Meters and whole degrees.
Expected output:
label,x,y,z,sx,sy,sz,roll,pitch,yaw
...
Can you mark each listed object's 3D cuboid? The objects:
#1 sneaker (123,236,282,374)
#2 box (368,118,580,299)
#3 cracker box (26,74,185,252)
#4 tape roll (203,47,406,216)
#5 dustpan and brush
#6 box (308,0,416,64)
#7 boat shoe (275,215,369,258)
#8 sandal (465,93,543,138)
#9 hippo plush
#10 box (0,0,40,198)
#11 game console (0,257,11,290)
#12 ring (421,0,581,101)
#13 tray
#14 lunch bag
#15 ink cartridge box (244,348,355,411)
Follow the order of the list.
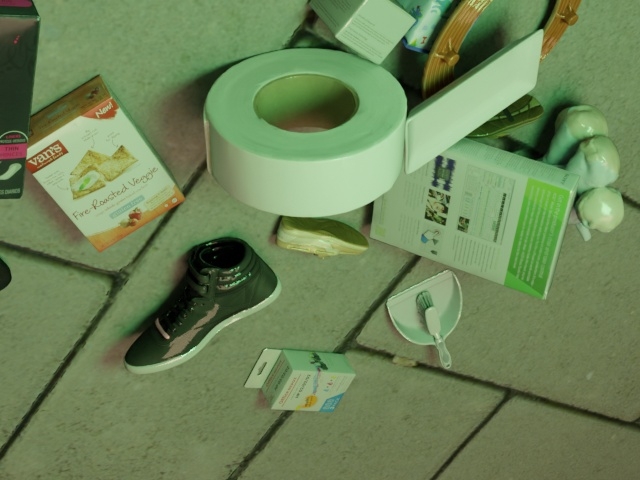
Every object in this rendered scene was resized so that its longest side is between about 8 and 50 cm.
label,x,y,z,sx,sy,sz,roll,pitch,yaw
sneaker,-0.215,0.097,1.851,0.296,0.104,0.147,-32,135,-8
box,0.244,-0.053,1.842,0.058,0.322,0.232,-50,155,-44
cracker box,-0.319,-0.106,1.631,0.156,0.067,0.232,-32,136,0
tape roll,-0.021,-0.158,1.595,0.286,0.286,0.100,-15,134,-17
dustpan and brush,0.220,0.169,2.177,0.147,0.060,0.211,-26,136,-6
box,0.059,-0.328,1.617,0.102,0.101,0.087,24,114,-43
boat shoe,0.000,0.000,1.911,0.170,0.063,0.059,14,123,-26
sandal,0.292,-0.202,1.893,0.180,0.072,0.049,-14,155,-24
hippo plush,0.371,-0.109,1.953,0.237,0.234,0.294,-7,176,-1
box,-0.457,-0.197,1.419,0.165,0.143,0.270,-4,129,-25
game console,-0.605,0.101,1.582,0.293,0.173,0.250,-31,136,0
ring,0.292,-0.315,1.729,0.337,0.032,0.336,-32,152,-19
tray,0.226,-0.217,1.720,0.270,0.030,0.145,-35,154,-15
lunch bag,0.187,-0.345,1.684,0.151,0.096,0.128,3,129,-47
ink cartridge box,-0.039,0.264,2.119,0.181,0.061,0.104,8,123,-33
